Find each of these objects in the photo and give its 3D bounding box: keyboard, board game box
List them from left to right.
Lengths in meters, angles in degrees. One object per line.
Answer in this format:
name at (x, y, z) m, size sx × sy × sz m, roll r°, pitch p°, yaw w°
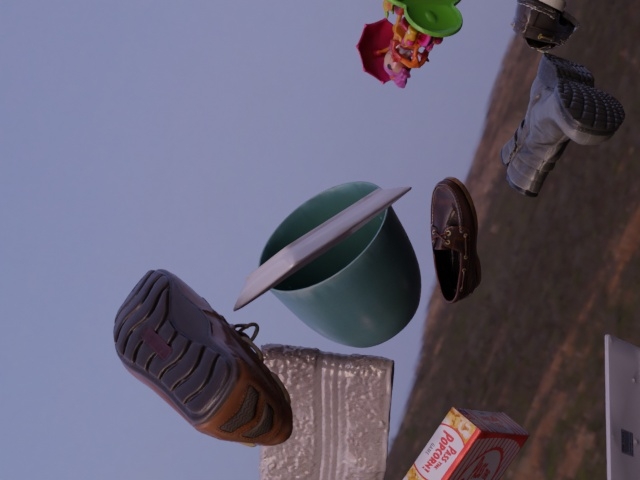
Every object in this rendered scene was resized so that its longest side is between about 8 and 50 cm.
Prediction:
board game box at (0.138, 0.277, 1.246) m, size 0.194 × 0.045 × 0.146 m, roll -58°, pitch -32°, yaw 10°
keyboard at (0.342, 0.225, 1.226) m, size 0.014 × 0.072 × 0.256 m, roll 130°, pitch 154°, yaw -52°

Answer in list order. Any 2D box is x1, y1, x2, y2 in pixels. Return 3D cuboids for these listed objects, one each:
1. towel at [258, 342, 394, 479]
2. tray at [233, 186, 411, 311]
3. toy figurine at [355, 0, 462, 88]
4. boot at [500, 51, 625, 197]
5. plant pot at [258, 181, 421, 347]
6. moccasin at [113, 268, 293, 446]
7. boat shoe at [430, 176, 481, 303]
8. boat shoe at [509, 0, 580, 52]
towel at (0.004, 0.262, 1.568) m, size 0.049 × 0.187 × 0.282 m, roll -75°, pitch -11°, yaw -52°
tray at (0.000, 0.000, 1.466) m, size 0.270 × 0.030 × 0.145 m, roll -33°, pitch -2°, yaw -46°
toy figurine at (0.105, -0.256, 1.403) m, size 0.159 × 0.130 × 0.173 m, roll 108°, pitch 149°, yaw -49°
boot at (0.284, -0.118, 1.353) m, size 0.246 × 0.083 × 0.161 m, roll -86°, pitch 16°, yaw -66°
plant pot at (0.062, 0.070, 2.197) m, size 0.235 × 0.293 × 0.293 m, roll 53°, pitch -128°, yaw -30°
moccasin at (-0.147, 0.142, 1.404) m, size 0.147 × 0.380 × 0.139 m, roll 37°, pitch -97°, yaw -35°
boat shoe at (0.215, 0.003, 1.827) m, size 0.073 × 0.073 × 0.207 m, roll -29°, pitch -67°, yaw -40°
boat shoe at (0.310, -0.303, 1.578) m, size 0.069 × 0.081 × 0.227 m, roll -64°, pitch -17°, yaw 9°
